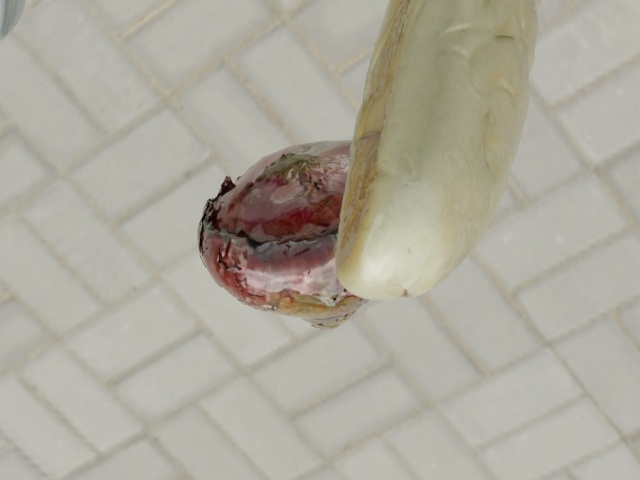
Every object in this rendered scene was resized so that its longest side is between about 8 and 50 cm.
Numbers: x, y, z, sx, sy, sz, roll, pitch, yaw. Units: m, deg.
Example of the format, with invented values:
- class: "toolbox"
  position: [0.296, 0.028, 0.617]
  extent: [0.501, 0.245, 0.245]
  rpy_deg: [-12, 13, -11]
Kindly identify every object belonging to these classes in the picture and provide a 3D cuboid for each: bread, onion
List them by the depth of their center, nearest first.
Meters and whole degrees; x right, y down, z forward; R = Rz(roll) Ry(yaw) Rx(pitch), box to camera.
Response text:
- class: "bread"
  position: [0.048, -0.066, 0.487]
  extent: [0.053, 0.214, 0.073]
  rpy_deg: [22, 148, -13]
- class: "onion"
  position: [0.000, 0.000, 1.068]
  extent: [0.184, 0.184, 0.147]
  rpy_deg: [-7, 126, 11]

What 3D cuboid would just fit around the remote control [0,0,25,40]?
- class: "remote control"
  position: [-0.185, -0.204, 0.807]
  extent: [0.027, 0.050, 0.184]
  rpy_deg: [7, 123, -1]
